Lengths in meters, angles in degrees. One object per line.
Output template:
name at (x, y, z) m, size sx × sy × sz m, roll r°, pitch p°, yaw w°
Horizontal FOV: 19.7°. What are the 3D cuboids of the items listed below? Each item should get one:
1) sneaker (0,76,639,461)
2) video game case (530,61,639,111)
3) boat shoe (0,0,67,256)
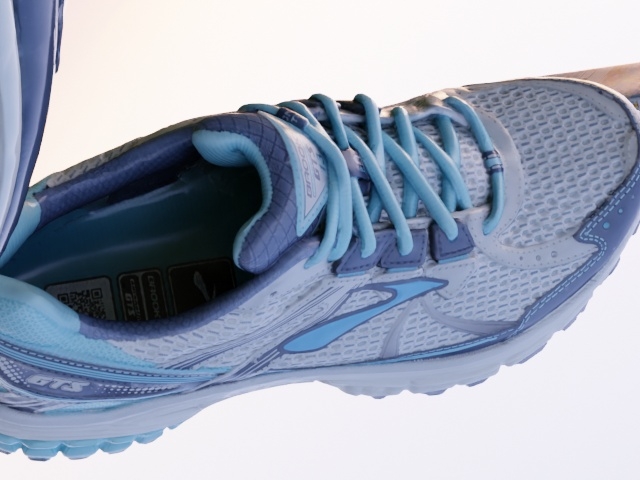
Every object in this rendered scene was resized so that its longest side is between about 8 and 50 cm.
sneaker at (0.000, 0.000, 0.654) m, size 0.283 × 0.110 × 0.122 m, roll -19°, pitch 159°, yaw -14°
video game case at (0.219, -0.115, 1.418) m, size 0.166 × 0.015 × 0.119 m, roll -6°, pitch -163°, yaw 28°
boat shoe at (-0.090, -0.087, 0.419) m, size 0.079 × 0.095 × 0.255 m, roll -49°, pitch 153°, yaw -44°
